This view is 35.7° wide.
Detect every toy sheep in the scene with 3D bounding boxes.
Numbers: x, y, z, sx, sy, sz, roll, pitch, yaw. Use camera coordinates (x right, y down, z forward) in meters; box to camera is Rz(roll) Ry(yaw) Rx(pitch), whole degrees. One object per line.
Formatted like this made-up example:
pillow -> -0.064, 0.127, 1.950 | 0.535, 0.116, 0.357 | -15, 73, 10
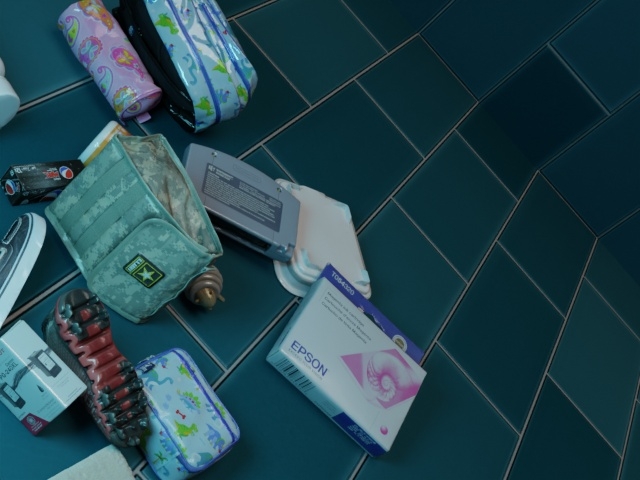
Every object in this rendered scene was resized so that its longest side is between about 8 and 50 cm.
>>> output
toy sheep -> -0.237, 0.084, 1.993 | 0.091, 0.091, 0.132 | 20, 29, -38

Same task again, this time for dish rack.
dish rack -> 0.000, 0.000, 2.373 | 0.285, 0.072, 0.333 | 19, 42, -37

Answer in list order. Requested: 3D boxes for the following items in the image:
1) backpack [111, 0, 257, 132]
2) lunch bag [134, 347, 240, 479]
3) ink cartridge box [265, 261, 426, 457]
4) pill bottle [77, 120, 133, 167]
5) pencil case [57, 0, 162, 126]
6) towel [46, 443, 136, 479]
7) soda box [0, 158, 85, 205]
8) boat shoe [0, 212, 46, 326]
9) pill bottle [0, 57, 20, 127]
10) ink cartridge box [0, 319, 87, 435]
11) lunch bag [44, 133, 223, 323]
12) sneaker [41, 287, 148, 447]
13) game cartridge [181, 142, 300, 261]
backpack -> -0.303, -0.422, 2.252 | 0.273, 0.290, 0.356 | -12, 73, -20
lunch bag -> -0.252, 0.304, 1.748 | 0.219, 0.090, 0.176 | 56, 30, 8
ink cartridge box -> 0.079, 0.243, 2.159 | 0.324, 0.071, 0.330 | 43, 47, -11
pill bottle -> -0.375, -0.130, 2.006 | 0.216, 0.121, 0.121 | 41, 34, -13
pencil case -> -0.460, -0.394, 2.183 | 0.284, 0.124, 0.124 | 55, 33, 6
towel -> -0.365, 0.441, 1.511 | 0.187, 0.049, 0.282 | 56, 32, 8
soda box -> -0.518, -0.111, 1.880 | 0.169, 0.053, 0.060 | -14, 69, -54
boat shoe -> -0.548, 0.050, 1.644 | 0.102, 0.108, 0.301 | 36, 42, -23
pill bottle -> -0.678, -0.333, 1.802 | 0.283, 0.161, 0.161 | 55, 33, 9
ink cartridge box -> -0.461, 0.216, 1.565 | 0.150, 0.109, 0.063 | 47, 35, -4
lunch bag -> -0.335, -0.014, 1.831 | 0.287, 0.235, 0.169 | 56, 28, 11
sneaker -> -0.381, 0.221, 1.647 | 0.097, 0.135, 0.276 | -24, 87, -52
game cartridge -> -0.181, -0.090, 2.199 | 0.297, 0.062, 0.198 | 28, 38, -22
